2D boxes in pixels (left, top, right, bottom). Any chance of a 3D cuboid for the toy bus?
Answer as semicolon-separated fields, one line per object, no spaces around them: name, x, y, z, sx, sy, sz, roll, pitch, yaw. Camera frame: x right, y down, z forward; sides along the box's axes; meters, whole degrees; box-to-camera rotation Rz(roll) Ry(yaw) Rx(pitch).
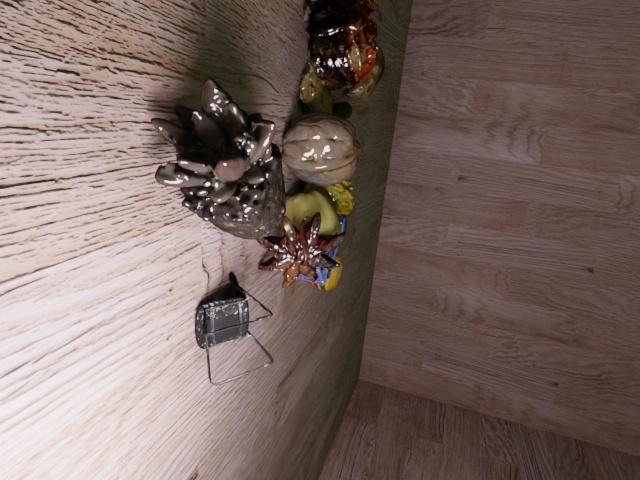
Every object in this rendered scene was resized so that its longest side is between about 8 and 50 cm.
toy bus;0.000;0.000;1.530;0.133;0.125;0.292;75;31;-57

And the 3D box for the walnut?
walnut;0.005;-0.254;1.207;0.224;0.224;0.225;11;90;-74

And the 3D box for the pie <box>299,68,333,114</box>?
pie;-0.002;-0.430;1.349;0.282;0.068;0.129;24;75;-77

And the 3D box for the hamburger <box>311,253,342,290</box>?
hamburger;0.021;0.120;1.701;0.162;0.114;0.162;12;90;-72

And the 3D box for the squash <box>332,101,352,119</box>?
squash;0.076;-0.471;1.576;0.258;0.069;0.069;-63;159;-63

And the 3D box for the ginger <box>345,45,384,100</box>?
ginger;0.183;-0.670;1.730;0.219;0.123;0.270;85;22;-52

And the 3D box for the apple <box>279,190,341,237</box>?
apple;-0.031;-0.051;1.275;0.200;0.199;0.200;11;90;-74

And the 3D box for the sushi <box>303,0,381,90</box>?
sushi;0.057;-0.568;1.173;0.196;0.181;0.344;34;51;-56

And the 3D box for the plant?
plant;-0.156;-0.120;0.771;0.321;0.193;0.182;64;36;-69

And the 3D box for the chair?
chair;-0.210;0.181;0.962;0.145;0.221;0.141;-11;120;-27

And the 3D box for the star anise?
star anise;-0.046;0.044;1.158;0.103;0.271;0.272;-107;-166;-54

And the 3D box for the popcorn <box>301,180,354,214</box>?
popcorn;0.023;-0.158;1.417;0.198;0.197;0.156;66;36;-64
